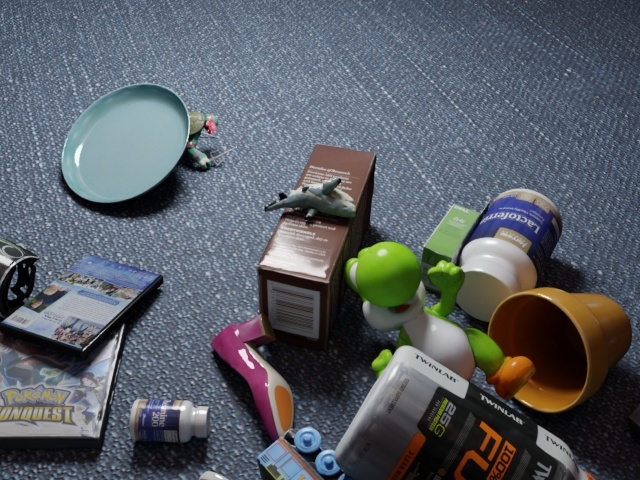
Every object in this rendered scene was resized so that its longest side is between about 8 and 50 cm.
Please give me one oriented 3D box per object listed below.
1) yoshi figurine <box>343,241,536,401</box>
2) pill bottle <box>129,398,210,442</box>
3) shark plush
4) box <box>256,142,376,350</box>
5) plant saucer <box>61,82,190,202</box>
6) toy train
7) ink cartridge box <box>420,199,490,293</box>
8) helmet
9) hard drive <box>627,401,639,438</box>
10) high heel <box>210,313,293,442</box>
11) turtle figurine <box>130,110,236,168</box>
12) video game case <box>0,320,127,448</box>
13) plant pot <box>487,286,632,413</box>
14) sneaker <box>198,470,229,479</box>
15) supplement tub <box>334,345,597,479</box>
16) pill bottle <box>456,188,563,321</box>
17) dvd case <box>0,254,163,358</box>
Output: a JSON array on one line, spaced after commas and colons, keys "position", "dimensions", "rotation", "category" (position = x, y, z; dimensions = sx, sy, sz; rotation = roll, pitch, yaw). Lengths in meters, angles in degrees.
[{"position": [0.170, 0.137, 1.221], "dimensions": [0.362, 0.203, 0.204], "rotation": [46, 37, 20], "category": "yoshi figurine"}, {"position": [-0.241, 0.291, 1.191], "dimensions": [0.120, 0.067, 0.067], "rotation": [2, 43, 0], "category": "pill bottle"}, {"position": [-0.019, -0.068, 1.326], "dimensions": [0.161, 0.073, 0.067], "rotation": [-2, 73, -10], "category": "shark plush"}, {"position": [0.000, 0.000, 1.426], "dimensions": [0.143, 0.191, 0.381], "rotation": [13, 43, 11], "category": "box"}, {"position": [-0.435, -0.216, 1.673], "dimensions": [0.318, 0.043, 0.317], "rotation": [-7, 63, 13], "category": "plant saucer"}, {"position": [-0.009, 0.367, 1.116], "dimensions": [0.105, 0.080, 0.184], "rotation": [-36, 57, -23], "category": "toy train"}, {"position": [0.270, 0.001, 1.495], "dimensions": [0.062, 0.109, 0.209], "rotation": [23, 47, 20], "category": "ink cartridge box"}, {"position": [-0.614, 0.065, 1.349], "dimensions": [0.162, 0.169, 0.169], "rotation": [16, 45, 12], "category": "helmet"}, {"position": [0.644, 0.328, 1.195], "dimensions": [0.255, 0.054, 0.172], "rotation": [34, 52, 30], "category": "hard drive"}, {"position": [-0.122, 0.246, 1.260], "dimensions": [0.117, 0.082, 0.244], "rotation": [-28, 58, 16], "category": "high heel"}, {"position": [-0.325, -0.252, 1.748], "dimensions": [0.234, 0.118, 0.175], "rotation": [-12, 44, -7], "category": "turtle figurine"}, {"position": [-0.490, 0.240, 1.261], "dimensions": [0.275, 0.035, 0.248], "rotation": [0, 43, -2], "category": "video game case"}, {"position": [0.428, 0.171, 1.269], "dimensions": [0.188, 0.205, 0.205], "rotation": [-11, 42, -36], "category": "plant pot"}, {"position": [-0.112, 0.427, 1.050], "dimensions": [0.217, 0.079, 0.121], "rotation": [16, 47, 26], "category": "sneaker"}, {"position": [0.208, 0.318, 1.048], "dimensions": [0.338, 0.207, 0.207], "rotation": [31, 48, 8], "category": "supplement tub"}, {"position": [0.362, 0.028, 1.437], "dimensions": [0.153, 0.153, 0.264], "rotation": [22, 47, 20], "category": "pill bottle"}, {"position": [-0.435, 0.115, 1.369], "dimensions": [0.180, 0.022, 0.253], "rotation": [14, 34, 18], "category": "dvd case"}]
